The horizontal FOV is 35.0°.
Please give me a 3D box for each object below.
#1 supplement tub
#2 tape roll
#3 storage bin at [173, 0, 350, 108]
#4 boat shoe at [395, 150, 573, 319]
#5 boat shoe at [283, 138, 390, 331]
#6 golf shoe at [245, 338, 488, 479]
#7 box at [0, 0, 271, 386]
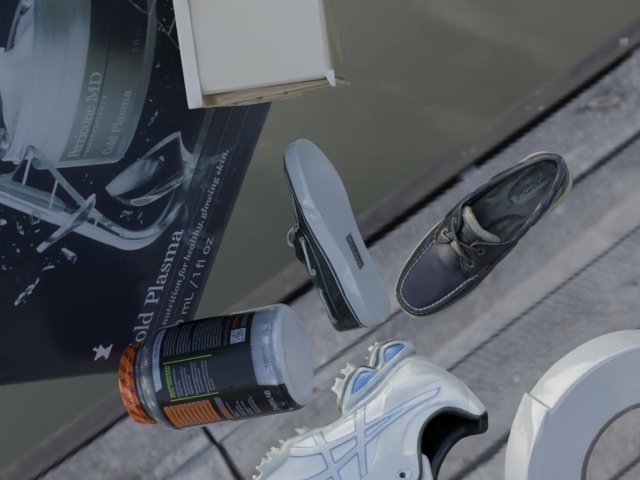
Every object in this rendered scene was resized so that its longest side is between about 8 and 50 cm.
[{"bbox_3d":[-0.113,0.140,1.097,0.191,0.117,0.117,-12,47,16],"label":"supplement tub"},{"bbox_3d":[0.463,0.324,1.519,0.392,0.392,0.072,-34,21,-7],"label":"tape roll"},{"bbox_3d":[-0.054,-0.259,0.917,0.123,0.262,0.260,-8,7,5],"label":"storage bin"},{"bbox_3d":[0.106,-0.007,0.691,0.152,0.049,0.056,-46,73,6],"label":"boat shoe"},{"bbox_3d":[0.000,0.000,1.094,0.070,0.219,0.078,-18,11,30],"label":"boat shoe"},{"bbox_3d":[0.021,0.133,0.551,0.086,0.069,0.176,25,64,36],"label":"golf shoe"},{"bbox_3d":[-0.329,-0.117,1.075,0.297,0.472,0.479,30,106,34],"label":"box"}]
